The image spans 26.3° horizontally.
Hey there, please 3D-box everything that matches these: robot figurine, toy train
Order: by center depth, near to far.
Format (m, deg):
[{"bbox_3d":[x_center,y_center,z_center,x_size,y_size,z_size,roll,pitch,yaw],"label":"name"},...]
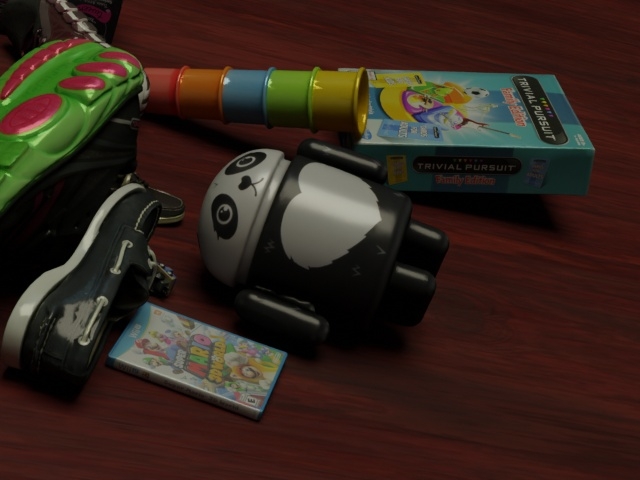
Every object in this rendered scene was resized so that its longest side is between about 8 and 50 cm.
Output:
[{"bbox_3d":[0.000,0.000,1.545,0.278,0.174,0.209,20,21,2],"label":"robot figurine"},{"bbox_3d":[-0.210,0.015,1.556,0.036,0.027,0.158,4,29,-46],"label":"toy train"}]

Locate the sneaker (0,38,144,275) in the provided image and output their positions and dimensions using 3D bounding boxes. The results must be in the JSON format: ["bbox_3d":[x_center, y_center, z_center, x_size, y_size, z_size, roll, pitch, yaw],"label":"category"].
[{"bbox_3d":[-0.331,-0.024,1.391,0.185,0.202,0.483,18,42,31],"label":"sneaker"}]

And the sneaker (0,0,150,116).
[{"bbox_3d":[-0.374,-0.245,1.841,0.281,0.106,0.162,34,35,26],"label":"sneaker"}]

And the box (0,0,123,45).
[{"bbox_3d":[-0.413,-0.389,2.031,0.247,0.142,0.163,15,27,-9],"label":"box"}]

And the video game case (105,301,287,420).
[{"bbox_3d":[-0.126,0.123,1.424,0.166,0.015,0.119,20,28,3],"label":"video game case"}]

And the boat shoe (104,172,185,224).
[{"bbox_3d":[-0.234,-0.059,1.645,0.152,0.049,0.056,12,28,-13],"label":"boat shoe"}]

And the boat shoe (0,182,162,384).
[{"bbox_3d":[-0.220,0.046,1.415,0.091,0.114,0.302,21,40,7],"label":"boat shoe"}]

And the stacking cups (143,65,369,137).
[{"bbox_3d":[-0.096,-0.197,1.855,0.316,0.096,0.096,5,27,9],"label":"stacking cups"}]

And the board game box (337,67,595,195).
[{"bbox_3d":[0.198,-0.161,1.979,0.336,0.079,0.254,1,31,-6],"label":"board game box"}]
